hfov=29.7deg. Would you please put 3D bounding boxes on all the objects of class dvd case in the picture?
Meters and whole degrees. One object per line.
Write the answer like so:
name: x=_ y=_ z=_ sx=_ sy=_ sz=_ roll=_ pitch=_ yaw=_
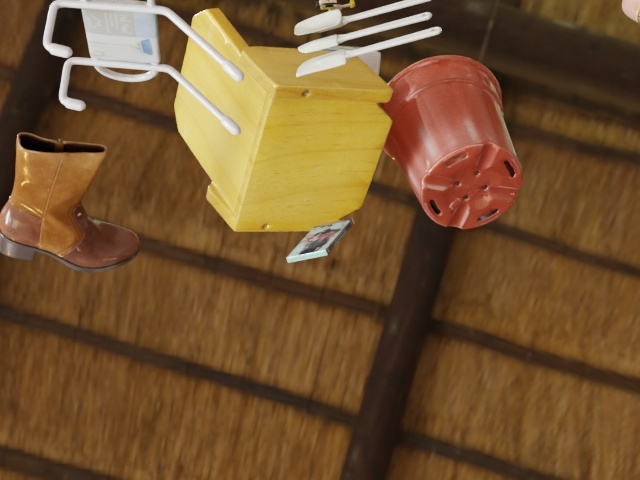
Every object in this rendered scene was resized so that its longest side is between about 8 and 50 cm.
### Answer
dvd case: x=0.000 y=0.000 z=2.167 sx=0.087 sy=0.013 sz=0.119 roll=-12 pitch=-158 yaw=34

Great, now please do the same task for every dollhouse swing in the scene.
dollhouse swing: x=-0.080 y=-0.243 z=2.282 sx=0.315 sy=0.347 sz=0.305 roll=-1 pitch=-136 yaw=-21

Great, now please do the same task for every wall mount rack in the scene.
wall mount rack: x=-0.271 y=-0.280 z=1.916 sx=0.304 sy=0.350 sz=0.131 roll=5 pitch=-108 yaw=-4

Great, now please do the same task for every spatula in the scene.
spatula: x=0.074 y=-0.345 z=1.970 sx=0.242 sy=0.019 sz=0.168 roll=-15 pitch=-144 yaw=10

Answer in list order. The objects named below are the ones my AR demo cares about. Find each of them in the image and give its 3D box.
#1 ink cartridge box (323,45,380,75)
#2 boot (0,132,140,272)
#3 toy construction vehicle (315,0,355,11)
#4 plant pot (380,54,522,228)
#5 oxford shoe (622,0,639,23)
ink cartridge box: x=0.035 y=-0.268 z=2.402 sx=0.134 sy=0.231 sz=0.078 roll=0 pitch=-164 yaw=-24
boot: x=-0.413 y=-0.075 z=2.087 sx=0.264 sy=0.280 sz=0.096 roll=12 pitch=-135 yaw=-17
toy construction vehicle: x=0.016 y=-0.506 z=2.450 sx=0.098 sy=0.035 sz=0.086 roll=-9 pitch=-111 yaw=-19
plant pot: x=0.264 y=-0.179 z=2.369 sx=0.272 sy=0.272 sz=0.265 roll=3 pitch=-142 yaw=-16
oxford shoe: x=0.611 y=-0.434 z=1.706 sx=0.140 sy=0.397 sz=0.146 roll=-3 pitch=-132 yaw=-48
